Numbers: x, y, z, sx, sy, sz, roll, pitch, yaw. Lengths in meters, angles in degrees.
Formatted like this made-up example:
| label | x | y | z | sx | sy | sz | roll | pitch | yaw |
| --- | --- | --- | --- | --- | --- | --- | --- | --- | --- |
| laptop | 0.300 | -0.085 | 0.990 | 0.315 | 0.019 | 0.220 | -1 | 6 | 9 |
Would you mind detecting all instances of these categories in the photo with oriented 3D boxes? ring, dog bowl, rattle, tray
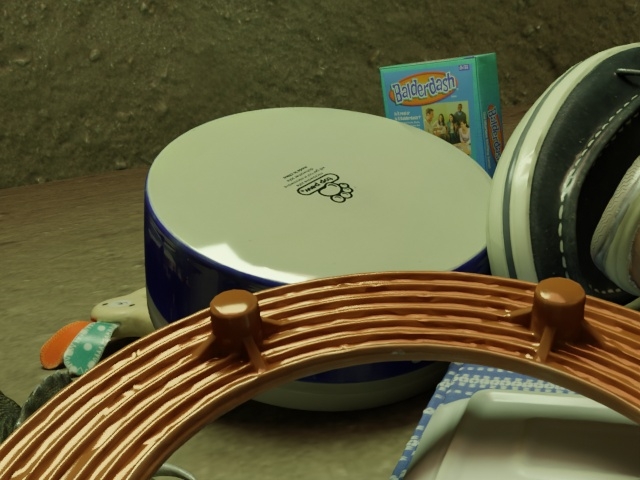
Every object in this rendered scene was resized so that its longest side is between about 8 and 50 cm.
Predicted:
| label | x | y | z | sx | sy | sz | roll | pitch | yaw |
| --- | --- | --- | --- | --- | --- | --- | --- | --- | --- |
| ring | 0.035 | 0.097 | 0.262 | 0.337 | 0.032 | 0.336 | -3 | 32 | 2 |
| dog bowl | 0.000 | 0.000 | 0.641 | 0.265 | 0.104 | 0.265 | 3 | 34 | -2 |
| rattle | -0.160 | 0.031 | 0.777 | 0.200 | 0.142 | 0.130 | -7 | 29 | -23 |
| tray | 0.163 | 0.100 | 0.343 | 0.270 | 0.030 | 0.145 | 0 | 17 | 22 |

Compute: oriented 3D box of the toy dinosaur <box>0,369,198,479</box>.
| label | x | y | z | sx | sy | sz | roll | pitch | yaw |
| --- | --- | --- | --- | --- | --- | --- | --- | --- | --- |
| toy dinosaur | -0.238 | 0.125 | 0.432 | 0.314 | 0.121 | 0.160 | -10 | -2 | -25 |

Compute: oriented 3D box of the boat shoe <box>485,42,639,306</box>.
| label | x | y | z | sx | sy | sz | roll | pitch | yaw |
| --- | --- | --- | --- | --- | --- | --- | --- | --- | --- |
| boat shoe | 0.320 | -0.076 | 0.650 | 0.500 | 0.186 | 0.156 | -23 | 16 | -32 |

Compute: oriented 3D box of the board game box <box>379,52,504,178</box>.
| label | x | y | z | sx | sy | sz | roll | pitch | yaw |
| --- | --- | --- | --- | --- | --- | --- | --- | --- | --- |
| board game box | 0.163 | -0.132 | 1.111 | 0.160 | 0.210 | 0.047 | 5 | 19 | 45 |

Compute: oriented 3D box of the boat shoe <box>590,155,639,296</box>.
| label | x | y | z | sx | sy | sz | roll | pitch | yaw |
| --- | --- | --- | --- | --- | --- | --- | --- | --- | --- |
| boat shoe | 0.317 | 0.018 | 0.527 | 0.324 | 0.123 | 0.116 | 0 | 26 | -29 |

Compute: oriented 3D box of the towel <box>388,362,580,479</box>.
| label | x | y | z | sx | sy | sz | roll | pitch | yaw |
| --- | --- | --- | --- | --- | --- | --- | --- | --- | --- |
| towel | 0.151 | 0.124 | 0.391 | 0.243 | 0.040 | 0.336 | 0 | 16 | 23 |

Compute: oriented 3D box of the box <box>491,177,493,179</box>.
| label | x | y | z | sx | sy | sz | roll | pitch | yaw |
| --- | --- | --- | --- | --- | --- | --- | --- | --- | --- |
| box | 0.293 | -0.031 | 0.898 | 0.296 | 0.073 | 0.293 | -13 | 13 | -18 |
